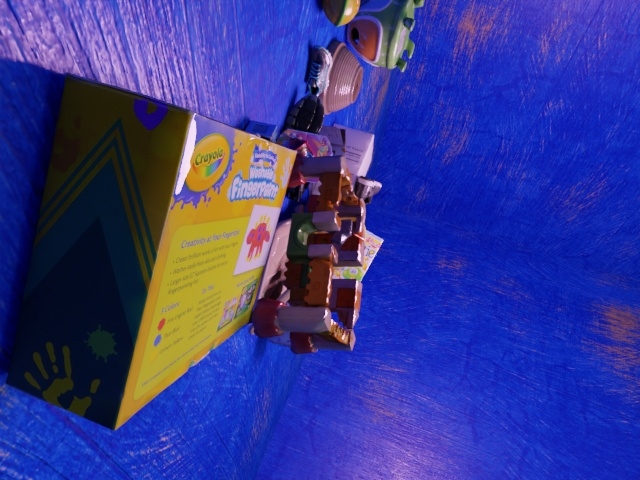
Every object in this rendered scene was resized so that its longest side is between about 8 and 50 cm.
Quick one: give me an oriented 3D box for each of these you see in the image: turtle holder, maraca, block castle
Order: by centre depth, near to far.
[{"bbox_3d":[-0.030,0.038,1.105,0.303,0.213,0.453,52,41,-60],"label":"block castle"},{"bbox_3d":[0.053,-0.653,1.201,0.185,0.099,0.127,-99,-157,-49],"label":"maraca"},{"bbox_3d":[0.229,-0.769,1.566,0.243,0.228,0.320,67,41,-74],"label":"turtle holder"}]

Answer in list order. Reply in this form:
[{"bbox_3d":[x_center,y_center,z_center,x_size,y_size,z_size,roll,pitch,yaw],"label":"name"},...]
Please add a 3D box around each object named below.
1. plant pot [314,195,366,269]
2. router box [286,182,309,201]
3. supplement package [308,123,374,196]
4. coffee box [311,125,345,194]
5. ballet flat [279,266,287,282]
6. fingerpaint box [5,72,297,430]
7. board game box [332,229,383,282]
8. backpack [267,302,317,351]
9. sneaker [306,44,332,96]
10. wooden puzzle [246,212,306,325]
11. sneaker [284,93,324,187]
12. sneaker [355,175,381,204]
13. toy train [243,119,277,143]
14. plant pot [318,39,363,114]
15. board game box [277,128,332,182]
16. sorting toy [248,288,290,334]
[{"bbox_3d":[0.056,-0.051,1.604,0.239,0.254,0.254,113,0,-64],"label":"plant pot"},{"bbox_3d":[-0.061,-0.235,1.439,0.133,0.046,0.179,-63,167,-47],"label":"router box"},{"bbox_3d":[0.084,-0.282,1.771,0.177,0.175,0.293,85,25,-63],"label":"supplement package"},{"bbox_3d":[0.029,-0.277,1.526,0.246,0.098,0.141,-86,-174,-50],"label":"coffee box"},{"bbox_3d":[-0.098,0.100,1.428,0.168,0.057,0.052,-21,105,-82],"label":"ballet flat"},{"bbox_3d":[-0.210,-0.005,0.692,0.445,0.163,0.371,-32,139,-77],"label":"fingerpaint box"},{"bbox_3d":[0.114,0.092,1.785,0.275,0.144,0.142,-59,179,-16],"label":"board game box"},{"bbox_3d":[-0.086,0.293,1.731,0.191,0.225,0.253,10,94,-85],"label":"backpack"},{"bbox_3d":[-0.008,-0.476,1.272,0.166,0.065,0.076,87,27,-61],"label":"sneaker"},{"bbox_3d":[-0.149,0.068,1.434,0.322,0.081,0.347,-34,145,-74],"label":"wooden puzzle"},{"bbox_3d":[-0.065,-0.283,1.269,0.106,0.101,0.267,-116,-135,-80],"label":"sneaker"},{"bbox_3d":[0.178,-0.191,1.729,0.234,0.078,0.106,-13,123,-73],"label":"sneaker"},{"bbox_3d":[-0.142,-0.177,1.017,0.184,0.080,0.105,97,9,-46],"label":"toy train"},{"bbox_3d":[0.072,-0.528,1.476,0.237,0.110,0.237,18,90,-79],"label":"plant pot"},{"bbox_3d":[-0.043,-0.227,1.208,0.033,0.169,0.133,-144,-117,-70],"label":"board game box"},{"bbox_3d":[-0.093,0.173,1.425,0.307,0.041,0.229,-46,177,5],"label":"sorting toy"}]
